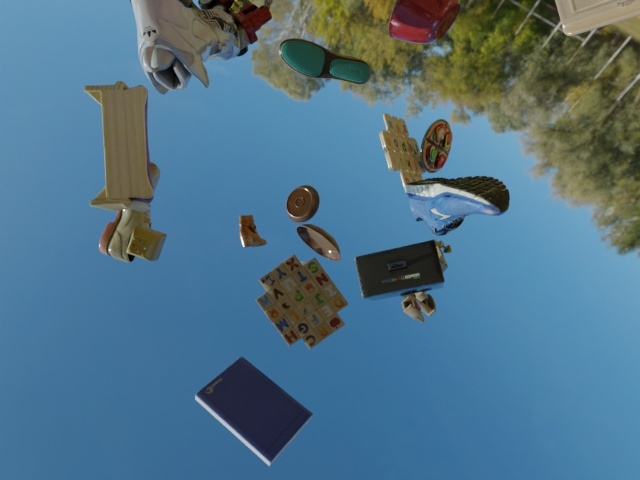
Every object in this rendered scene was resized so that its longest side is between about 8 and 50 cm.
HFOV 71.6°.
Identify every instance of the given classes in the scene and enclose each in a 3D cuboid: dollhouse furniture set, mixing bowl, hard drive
[{"bbox_3d":[0.532,0.195,2.034,0.198,0.303,0.286,34,-157,-18],"label":"dollhouse furniture set"},{"bbox_3d":[0.250,-0.522,1.010,0.098,0.181,0.181,41,-142,14],"label":"mixing bowl"},{"bbox_3d":[-0.212,0.534,1.429,0.319,0.040,0.210,32,-140,22],"label":"hard drive"}]

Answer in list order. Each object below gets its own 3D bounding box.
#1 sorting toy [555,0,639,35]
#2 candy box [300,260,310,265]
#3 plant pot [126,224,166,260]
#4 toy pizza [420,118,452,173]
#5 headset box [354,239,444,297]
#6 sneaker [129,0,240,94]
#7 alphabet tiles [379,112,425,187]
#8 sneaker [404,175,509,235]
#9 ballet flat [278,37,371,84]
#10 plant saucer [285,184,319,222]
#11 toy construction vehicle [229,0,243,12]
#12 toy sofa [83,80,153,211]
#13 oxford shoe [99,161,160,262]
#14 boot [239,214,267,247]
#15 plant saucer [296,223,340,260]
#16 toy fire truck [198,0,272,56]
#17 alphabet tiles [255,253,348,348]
[{"bbox_3d":[0.456,-0.447,0.682,0.038,0.193,0.208,-51,-58,-31],"label":"sorting toy"},{"bbox_3d":[-0.049,0.200,1.893,0.070,0.196,0.165,-5,-166,4],"label":"candy box"},{"bbox_3d":[-0.477,0.011,1.198,0.082,0.081,0.083,20,-175,-6],"label":"plant pot"},{"bbox_3d":[0.439,-0.347,1.646,0.201,0.201,0.032,-13,-154,-43],"label":"toy pizza"},{"bbox_3d":[0.255,0.103,1.406,0.283,0.247,0.131,30,-132,-72],"label":"headset box"},{"bbox_3d":[-0.292,-0.426,1.000,0.138,0.210,0.366,-2,-179,16],"label":"sneaker"},{"bbox_3d":[0.293,-0.307,1.566,0.284,0.021,0.277,-8,-100,-55],"label":"alphabet tiles"},{"bbox_3d":[0.356,-0.087,1.165,0.130,0.147,0.330,-17,-166,-23],"label":"sneaker"},{"bbox_3d":[0.012,-0.588,1.477,0.316,0.107,0.106,14,-156,-15],"label":"ballet flat"},{"bbox_3d":[-0.083,-0.160,1.889,0.168,0.168,0.029,54,-166,29],"label":"plant saucer"},{"bbox_3d":[-0.218,-0.681,1.253,0.035,0.086,0.098,33,-158,-24],"label":"toy construction vehicle"},{"bbox_3d":[-0.571,-0.268,1.315,0.177,0.361,0.150,-4,179,-4],"label":"toy sofa"},{"bbox_3d":[-0.690,-0.104,1.702,0.147,0.396,0.140,24,-178,15],"label":"oxford shoe"},{"bbox_3d":[-0.318,-0.046,2.107,0.197,0.073,0.152,1,-101,-71],"label":"boot"},{"bbox_3d":[0.000,0.000,1.623,0.199,0.198,0.036,34,-108,6],"label":"plant saucer"},{"bbox_3d":[-0.233,-0.741,1.386,0.246,0.158,0.217,-35,-119,-5],"label":"toy fire truck"},{"bbox_3d":[-0.070,0.239,1.719,0.342,0.285,0.011,55,180,-5],"label":"alphabet tiles"}]
